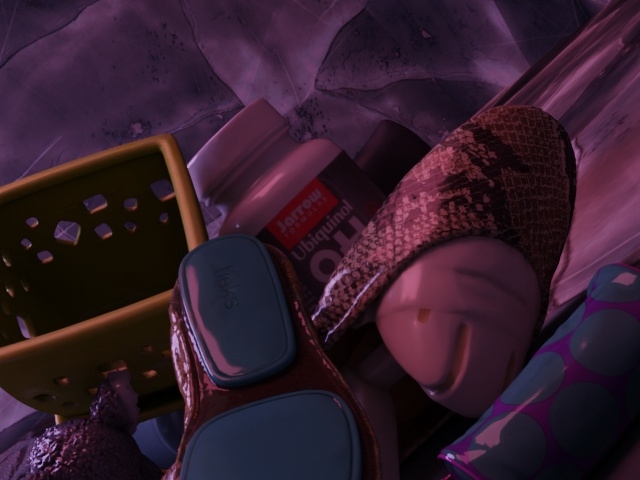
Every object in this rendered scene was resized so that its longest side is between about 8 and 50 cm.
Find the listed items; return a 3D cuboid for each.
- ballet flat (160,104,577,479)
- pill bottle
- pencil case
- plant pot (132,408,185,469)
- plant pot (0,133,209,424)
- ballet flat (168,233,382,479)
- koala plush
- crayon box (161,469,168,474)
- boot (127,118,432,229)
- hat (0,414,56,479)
[{"bbox_3d":[0.041,0.122,0.773,0.483,0.164,0.182,-50,23,15],"label":"ballet flat"},{"bbox_3d":[0.000,0.000,1.146,0.176,0.318,0.176,-44,2,2],"label":"pill bottle"},{"bbox_3d":[0.131,0.086,0.552,0.151,0.064,0.070,-45,18,-15],"label":"pencil case"},{"bbox_3d":[-0.213,0.241,1.622,0.271,0.272,0.255,-45,18,-20],"label":"plant pot"},{"bbox_3d":[-0.206,0.063,1.051,0.227,0.228,0.207,-18,-42,-2],"label":"plant pot"},{"bbox_3d":[-0.029,0.124,0.631,0.123,0.123,0.349,-44,30,15],"label":"ballet flat"},{"bbox_3d":[-0.207,0.241,0.958,0.196,0.203,0.221,-48,-34,-27],"label":"koala plush"},{"bbox_3d":[-0.365,0.403,1.760,0.081,0.202,0.318,-43,3,11],"label":"crayon box"},{"bbox_3d":[-0.022,-0.003,1.354,0.445,0.367,0.146,-45,27,-18],"label":"boot"},{"bbox_3d":[-0.308,0.386,1.297,0.331,0.134,0.331,-18,55,27],"label":"hat"}]
